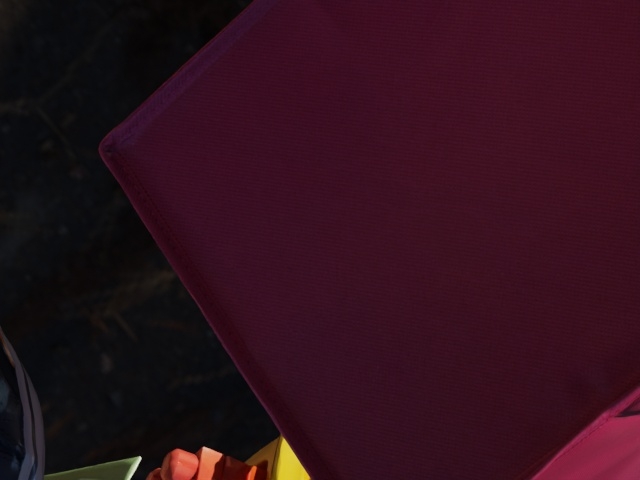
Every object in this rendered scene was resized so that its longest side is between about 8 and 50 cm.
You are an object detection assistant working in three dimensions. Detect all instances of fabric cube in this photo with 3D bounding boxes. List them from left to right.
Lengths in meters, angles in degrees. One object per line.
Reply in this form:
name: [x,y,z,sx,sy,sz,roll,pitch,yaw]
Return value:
fabric cube: [0.106,-0.020,0.843,0.259,0.254,0.258,-40,160,19]

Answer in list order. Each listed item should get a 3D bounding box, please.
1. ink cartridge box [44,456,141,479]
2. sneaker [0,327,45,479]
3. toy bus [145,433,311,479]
ink cartridge box: [-0.174,0.245,1.126,0.062,0.109,0.209,47,48,-25]
sneaker: [-0.244,0.037,0.975,0.126,0.321,0.127,-23,146,5]
toy bus: [-0.005,0.190,1.183,0.211,0.149,0.220,27,137,-20]
